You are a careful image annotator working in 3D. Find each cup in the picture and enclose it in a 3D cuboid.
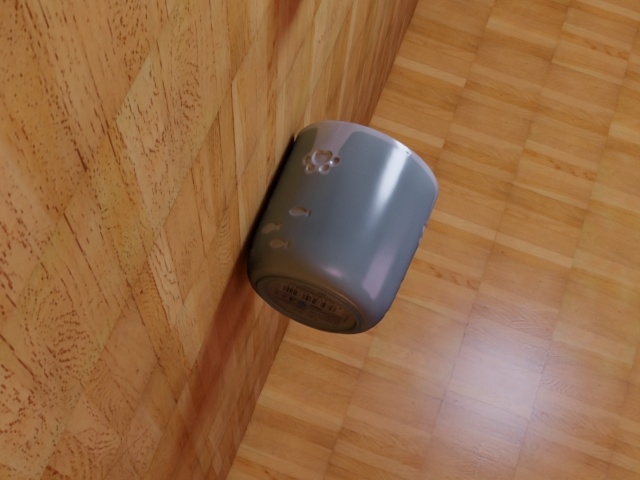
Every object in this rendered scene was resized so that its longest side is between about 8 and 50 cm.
[{"bbox_3d":[0.000,0.000,1.528,0.356,0.259,0.274,-19,-138,55],"label":"cup"}]
